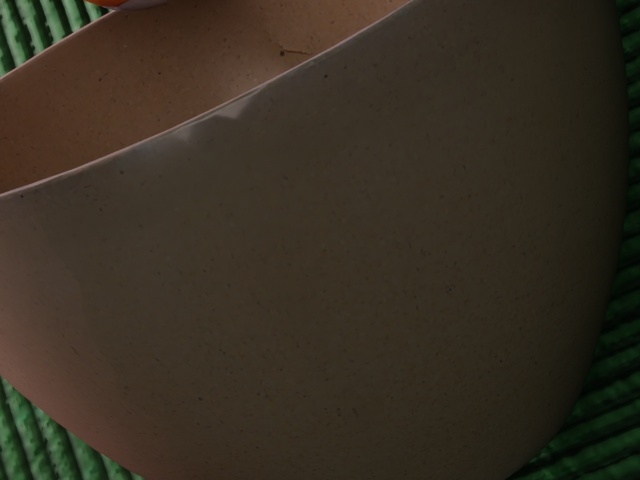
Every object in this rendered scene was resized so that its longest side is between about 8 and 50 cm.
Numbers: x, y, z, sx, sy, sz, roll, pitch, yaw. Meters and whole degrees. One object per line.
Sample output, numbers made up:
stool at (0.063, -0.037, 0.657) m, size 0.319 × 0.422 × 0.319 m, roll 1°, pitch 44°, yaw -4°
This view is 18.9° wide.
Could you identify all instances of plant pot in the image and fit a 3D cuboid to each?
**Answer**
plant pot at (0.000, 0.000, 0.727) m, size 0.284 × 0.284 × 0.191 m, roll -23°, pitch 107°, yaw 9°

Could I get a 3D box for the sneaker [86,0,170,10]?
sneaker at (-0.042, -0.236, 0.829) m, size 0.321 × 0.124 × 0.180 m, roll -39°, pitch 41°, yaw -20°
